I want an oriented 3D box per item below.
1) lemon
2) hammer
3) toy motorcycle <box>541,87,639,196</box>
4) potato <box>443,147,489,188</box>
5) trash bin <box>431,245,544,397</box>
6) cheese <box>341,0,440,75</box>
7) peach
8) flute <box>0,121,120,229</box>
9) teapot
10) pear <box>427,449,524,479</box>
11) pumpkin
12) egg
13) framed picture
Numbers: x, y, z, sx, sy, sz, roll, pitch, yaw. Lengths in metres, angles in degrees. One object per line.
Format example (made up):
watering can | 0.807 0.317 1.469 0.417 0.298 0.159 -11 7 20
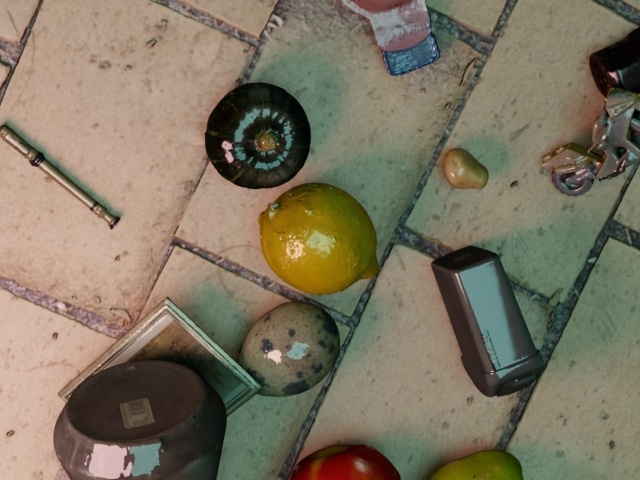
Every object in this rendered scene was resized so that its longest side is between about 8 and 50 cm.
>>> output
lemon | 0.000 0.000 1.852 0.206 0.173 0.173 35 91 -9
hammer | 0.623 -0.177 1.981 0.242 0.095 0.409 -24 104 -6
toy motorcycle | 0.457 -0.165 1.919 0.229 0.094 0.130 -32 106 36
potato | 0.237 -0.114 1.933 0.083 0.062 0.068 14 66 -11
trash bin | 0.271 0.134 1.920 0.101 0.177 0.236 -22 98 -5
cheese | 0.108 -0.404 1.862 0.189 0.074 0.286 -22 105 -6
peach | 0.045 0.448 1.921 0.196 0.190 0.226 -18 96 -53
flute | -0.407 -0.099 1.840 0.233 0.027 0.027 41 90 -13
teapot | -0.240 0.384 1.779 0.253 0.300 0.344 -25 126 -31
pear | 0.262 0.451 1.970 0.219 0.187 0.187 -40 104 -27
pumpkin | -0.097 -0.161 1.835 0.167 0.125 0.167 2 104 8
egg | -0.053 0.178 1.889 0.181 0.141 0.141 -36 103 6
framed picture | -0.256 0.240 1.869 0.217 0.017 0.274 43 112 -12
